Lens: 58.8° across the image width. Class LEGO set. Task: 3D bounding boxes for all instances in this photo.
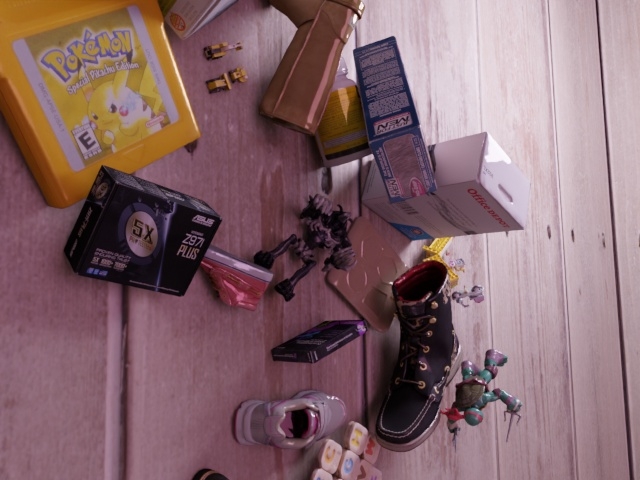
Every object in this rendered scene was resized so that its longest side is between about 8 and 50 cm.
[{"bbox_3d":[0.327,0.068,1.470,0.287,0.132,0.107,-91,176,-49],"label":"LEGO set"}]

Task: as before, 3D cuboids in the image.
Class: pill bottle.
[{"bbox_3d":[0.033,-0.270,1.203,0.119,0.119,0.208,-29,106,-43],"label":"pill bottle"}]

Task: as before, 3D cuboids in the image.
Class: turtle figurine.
[{"bbox_3d":[0.353,0.351,1.260,0.118,0.175,0.234,60,33,-22],"label":"turtle figurine"}]

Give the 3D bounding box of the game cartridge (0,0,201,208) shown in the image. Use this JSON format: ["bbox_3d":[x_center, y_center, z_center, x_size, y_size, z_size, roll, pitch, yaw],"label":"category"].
[{"bbox_3d":[-0.334,-0.252,0.832,0.285,0.052,0.324,-41,129,-40],"label":"game cartridge"}]

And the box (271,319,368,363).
[{"bbox_3d":[-0.001,0.196,1.113,0.162,0.116,0.029,-23,99,-44],"label":"box"}]

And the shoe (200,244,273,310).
[{"bbox_3d":[-0.175,0.062,0.992,0.178,0.063,0.081,25,94,-22],"label":"shoe"}]

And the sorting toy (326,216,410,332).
[{"bbox_3d":[0.113,0.079,1.303,0.208,0.038,0.193,45,56,-27],"label":"sorting toy"}]

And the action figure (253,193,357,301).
[{"bbox_3d":[0.000,0.000,1.125,0.275,0.141,0.164,-43,103,-38],"label":"action figure"}]

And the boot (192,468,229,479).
[{"bbox_3d":[-0.166,0.479,0.898,0.077,0.137,0.198,16,75,-43],"label":"boot"}]

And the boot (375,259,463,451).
[{"bbox_3d":[0.212,0.244,1.262,0.377,0.138,0.284,-41,128,-44],"label":"boot"}]

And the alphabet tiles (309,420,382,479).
[{"bbox_3d":[0.052,0.523,1.152,0.278,0.021,0.284,50,53,-44],"label":"alphabet tiles"}]

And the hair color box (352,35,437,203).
[{"bbox_3d":[0.153,-0.263,1.202,0.174,0.105,0.347,62,18,-45],"label":"hair color box"}]

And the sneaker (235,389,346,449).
[{"bbox_3d":[-0.032,0.343,1.067,0.252,0.111,0.103,4,82,-45],"label":"sneaker"}]

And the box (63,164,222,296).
[{"bbox_3d":[-0.265,-0.009,0.859,0.180,0.077,0.147,21,102,-42],"label":"box"}]

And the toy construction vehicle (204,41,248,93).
[{"bbox_3d":[-0.175,-0.326,1.062,0.098,0.035,0.086,-27,104,-43],"label":"toy construction vehicle"}]

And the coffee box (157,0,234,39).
[{"bbox_3d":[-0.157,-0.598,0.869,0.334,0.338,0.338,48,54,-16],"label":"coffee box"}]

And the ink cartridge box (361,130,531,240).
[{"bbox_3d":[0.288,-0.111,1.304,0.223,0.307,0.129,34,63,-38],"label":"ink cartridge box"}]

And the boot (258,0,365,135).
[{"bbox_3d":[-0.060,-0.366,1.116,0.089,0.236,0.269,22,92,-61],"label":"boot"}]
